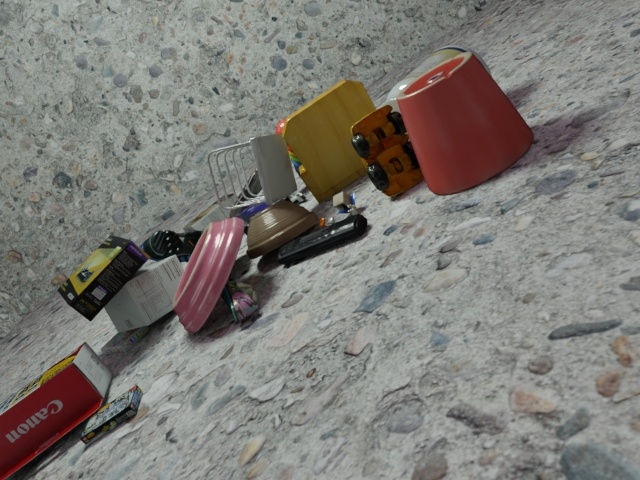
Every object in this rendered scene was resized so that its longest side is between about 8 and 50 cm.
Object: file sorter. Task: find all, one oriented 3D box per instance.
[{"bbox_3d":[-0.207,-0.212,1.678,0.173,0.193,0.277,-11,11,15],"label":"file sorter"}]

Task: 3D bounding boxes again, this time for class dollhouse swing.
[{"bbox_3d":[0.053,-0.357,1.833,0.347,0.305,0.315,-33,18,7],"label":"dollhouse swing"}]

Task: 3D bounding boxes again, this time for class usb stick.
[{"bbox_3d":[0.000,0.000,1.425,0.278,0.045,0.077,-22,28,33],"label":"usb stick"}]

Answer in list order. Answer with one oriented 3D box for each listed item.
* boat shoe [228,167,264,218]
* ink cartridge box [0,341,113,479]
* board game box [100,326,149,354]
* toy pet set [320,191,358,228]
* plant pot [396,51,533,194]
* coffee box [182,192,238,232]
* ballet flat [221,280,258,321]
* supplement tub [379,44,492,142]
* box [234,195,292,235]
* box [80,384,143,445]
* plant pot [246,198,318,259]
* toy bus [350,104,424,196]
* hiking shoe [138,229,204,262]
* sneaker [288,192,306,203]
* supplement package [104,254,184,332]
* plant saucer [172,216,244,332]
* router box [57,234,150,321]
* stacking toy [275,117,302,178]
[{"bbox_3d":[-0.269,-0.151,2.050,0.112,0.095,0.335,-17,-23,-52],"label":"boat shoe"},{"bbox_3d":[-0.706,0.429,1.374,0.309,0.130,0.272,-37,12,-10],"label":"ink cartridge box"},{"bbox_3d":[-0.624,0.315,1.729,0.154,0.026,0.103,-16,26,44],"label":"board game box"},{"bbox_3d":[0.064,-0.070,1.508,0.122,0.065,0.114,-23,56,39],"label":"toy pet set"},{"bbox_3d":[0.320,-0.282,1.272,0.275,0.243,0.275,-30,19,11],"label":"plant pot"},{"bbox_3d":[-0.467,-0.095,2.392,0.246,0.098,0.141,-43,20,-26],"label":"coffee box"},{"bbox_3d":[-0.203,0.145,1.377,0.079,0.077,0.221,-20,17,-16],"label":"ballet flat"},{"bbox_3d":[0.331,-0.399,1.575,0.316,0.228,0.228,-45,21,-29],"label":"supplement tub"},{"bbox_3d":[-0.181,-0.076,1.850,0.184,0.103,0.261,-38,18,-5],"label":"box"},{"bbox_3d":[-0.480,0.401,1.252,0.137,0.027,0.094,-34,17,1],"label":"box"},{"bbox_3d":[-0.132,-0.049,1.609,0.237,0.109,0.237,-29,8,4],"label":"plant pot"},{"bbox_3d":[0.170,-0.246,1.498,0.149,0.220,0.211,-32,12,-2],"label":"toy bus"},{"bbox_3d":[-0.480,0.026,1.869,0.132,0.113,0.304,-18,-21,35],"label":"hiking shoe"},{"bbox_3d":[-0.089,-0.145,1.976,0.109,0.040,0.043,-11,44,59],"label":"sneaker"},{"bbox_3d":[-0.549,0.169,1.719,0.194,0.149,0.203,-17,13,43],"label":"supplement package"},{"bbox_3d":[-0.309,0.080,1.456,0.332,0.084,0.332,-54,20,30],"label":"plant saucer"},{"bbox_3d":[-0.664,0.103,1.646,0.243,0.081,0.309,-51,26,-19],"label":"router box"},{"bbox_3d":[-0.073,-0.330,1.961,0.141,0.141,0.330,-32,-25,8],"label":"stacking toy"}]
